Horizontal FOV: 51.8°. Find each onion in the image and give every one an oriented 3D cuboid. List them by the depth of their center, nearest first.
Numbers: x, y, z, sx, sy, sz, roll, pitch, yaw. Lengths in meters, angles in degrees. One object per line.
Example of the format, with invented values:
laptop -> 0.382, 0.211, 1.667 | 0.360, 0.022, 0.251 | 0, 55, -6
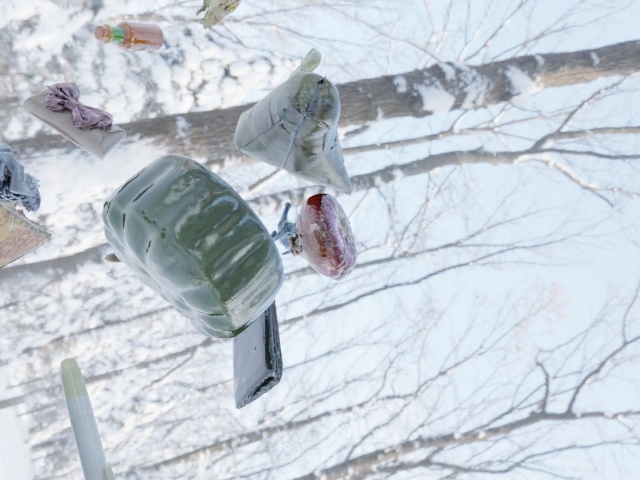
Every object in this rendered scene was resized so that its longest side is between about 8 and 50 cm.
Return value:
onion -> 0.000, 0.000, 1.674 | 0.230, 0.163, 0.230 | 58, 14, -24

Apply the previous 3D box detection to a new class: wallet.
wallet -> -0.139, 0.218, 1.401 | 0.168, 0.052, 0.245 | -46, -143, 36

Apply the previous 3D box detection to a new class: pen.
pen -> -0.287, 0.258, 0.827 | 0.040, 0.032, 0.233 | -24, -102, 21

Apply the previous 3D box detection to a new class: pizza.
pizza -> -0.449, -0.016, 0.881 | 0.053, 0.201, 0.193 | 52, -48, 12
pizza -> -0.146, -0.546, 1.287 | 0.189, 0.071, 0.297 | 24, -92, 41

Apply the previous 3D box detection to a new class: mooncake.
mooncake -> -0.238, 0.020, 1.212 | 0.351, 0.187, 0.351 | 36, -28, 23

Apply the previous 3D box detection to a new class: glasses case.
glasses case -> -0.473, -0.252, 1.290 | 0.193, 0.102, 0.070 | 33, -26, 5

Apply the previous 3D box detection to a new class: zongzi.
zongzi -> 0.011, -0.257, 1.700 | 0.356, 0.393, 0.174 | -21, -136, 59

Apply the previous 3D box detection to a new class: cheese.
cheese -> -0.063, -0.499, 1.990 | 0.194, 0.043, 0.065 | -45, -144, 37

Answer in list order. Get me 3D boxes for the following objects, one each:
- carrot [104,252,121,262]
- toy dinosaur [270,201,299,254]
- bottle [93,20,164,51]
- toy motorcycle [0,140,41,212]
carrot -> -0.487, 0.033, 1.807 | 0.061, 0.210, 0.061 | 24, -62, 57
toy dinosaur -> -0.107, 0.009, 1.831 | 0.075, 0.188, 0.247 | 22, -40, 8
bottle -> -0.462, -0.492, 1.580 | 0.069, 0.187, 0.069 | 7, -76, 29
toy motorcycle -> -0.668, -0.137, 1.416 | 0.215, 0.080, 0.122 | 64, 19, -78
